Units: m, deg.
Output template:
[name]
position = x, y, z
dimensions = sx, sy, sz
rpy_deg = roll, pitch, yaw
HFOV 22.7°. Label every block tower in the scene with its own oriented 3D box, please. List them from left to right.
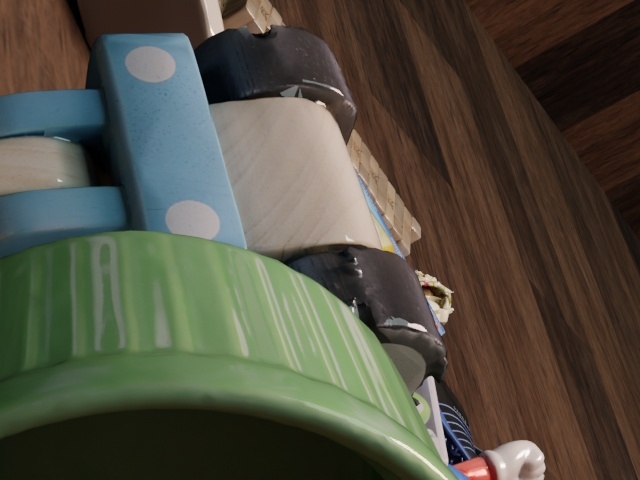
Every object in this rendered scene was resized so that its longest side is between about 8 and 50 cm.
[block tower]
position = -0.023, -0.103, 1.602
dimensions = 0.335, 0.091, 0.097
rpy_deg = 54, 19, -20

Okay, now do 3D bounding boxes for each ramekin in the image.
[ramekin]
position = -0.080, 0.143, 0.691
dimensions = 0.303, 0.303, 0.148
rpy_deg = 51, 12, -31

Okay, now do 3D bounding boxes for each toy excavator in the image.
[toy excavator]
position = -0.171, 0.004, 0.817
dimensions = 0.433, 0.445, 0.222
rpy_deg = 107, -28, -50

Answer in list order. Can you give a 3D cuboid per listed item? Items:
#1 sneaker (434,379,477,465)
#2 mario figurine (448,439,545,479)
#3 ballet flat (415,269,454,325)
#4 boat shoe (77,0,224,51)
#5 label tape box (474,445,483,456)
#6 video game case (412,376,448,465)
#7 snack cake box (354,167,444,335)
[sneaker]
position = 0.121, 0.211, 1.526
dimensions = 0.090, 0.081, 0.232
rpy_deg = 21, 42, -58
[mario figurine]
position = 0.126, 0.228, 1.330
dimensions = 0.320, 0.198, 0.170
rpy_deg = 45, -18, -27
[ballet flat]
position = 0.092, 0.071, 1.642
dimensions = 0.241, 0.077, 0.091
rpy_deg = -35, 135, -73
[boat shoe]
position = -0.148, -0.256, 1.408
dimensions = 0.158, 0.127, 0.340
rpy_deg = 1, 61, -63
[label tape box]
position = 0.263, 0.361, 1.589
dimensions = 0.240, 0.106, 0.334
rpy_deg = 52, -15, -26
[video game case]
position = 0.004, 0.107, 1.246
dimensions = 0.190, 0.173, 0.022
rpy_deg = -96, -166, -53
[snack cake box]
position = 0.000, 0.000, 1.422
dimensions = 0.264, 0.089, 0.152
rpy_deg = 61, 15, 1
